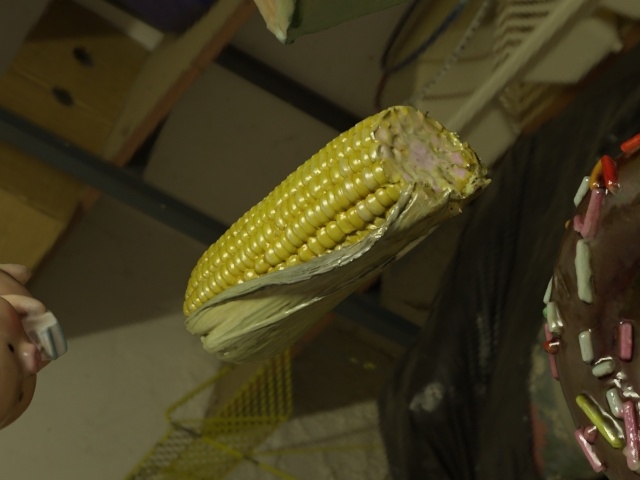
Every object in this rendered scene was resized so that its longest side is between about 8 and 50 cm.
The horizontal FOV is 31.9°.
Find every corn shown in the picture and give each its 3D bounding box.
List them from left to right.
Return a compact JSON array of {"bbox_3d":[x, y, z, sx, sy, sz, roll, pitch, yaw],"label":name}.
[{"bbox_3d":[0.003,0.004,0.935,0.305,0.123,0.122,-37,50,38],"label":"corn"}]

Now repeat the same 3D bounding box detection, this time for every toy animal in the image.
[{"bbox_3d":[-0.417,0.141,1.350,0.256,0.213,0.195,27,129,63],"label":"toy animal"}]

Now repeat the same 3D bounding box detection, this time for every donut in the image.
[{"bbox_3d":[0.276,0.055,0.821,0.259,0.136,0.345,26,117,50],"label":"donut"}]

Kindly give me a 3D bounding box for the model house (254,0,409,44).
[{"bbox_3d":[-0.018,-0.418,1.123,0.194,0.325,0.267,-24,-24,-24],"label":"model house"}]
